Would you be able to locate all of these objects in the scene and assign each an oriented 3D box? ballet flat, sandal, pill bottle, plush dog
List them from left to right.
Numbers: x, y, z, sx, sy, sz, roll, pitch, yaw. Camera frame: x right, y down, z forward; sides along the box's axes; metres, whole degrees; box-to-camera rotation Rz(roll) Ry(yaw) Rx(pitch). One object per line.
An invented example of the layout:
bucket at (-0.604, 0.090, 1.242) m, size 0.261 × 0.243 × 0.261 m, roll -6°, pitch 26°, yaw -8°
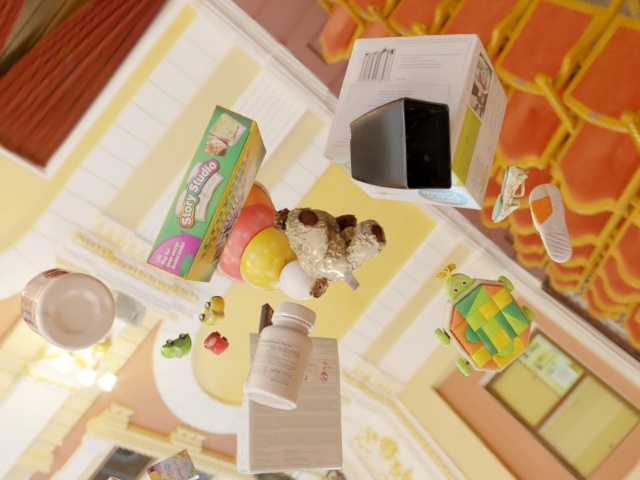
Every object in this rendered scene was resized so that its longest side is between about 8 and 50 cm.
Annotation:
pill bottle at (-0.782, 0.198, 2.135) m, size 0.224 × 0.224 × 0.392 m, roll 37°, pitch 163°, yaw -27°
pill bottle at (-0.088, 0.268, 1.647) m, size 0.131 × 0.229 × 0.131 m, roll 14°, pitch 155°, yaw 7°
plush dog at (0.000, 0.000, 1.738) m, size 0.262 × 0.211 × 0.225 m, roll 10°, pitch -153°, yaw -24°
ballet flat at (0.620, -0.144, 2.287) m, size 0.077 × 0.091 × 0.241 m, roll 10°, pitch 139°, yaw 6°
sandal at (0.713, -0.047, 2.189) m, size 0.076 × 0.102 × 0.265 m, roll 69°, pitch -166°, yaw -68°

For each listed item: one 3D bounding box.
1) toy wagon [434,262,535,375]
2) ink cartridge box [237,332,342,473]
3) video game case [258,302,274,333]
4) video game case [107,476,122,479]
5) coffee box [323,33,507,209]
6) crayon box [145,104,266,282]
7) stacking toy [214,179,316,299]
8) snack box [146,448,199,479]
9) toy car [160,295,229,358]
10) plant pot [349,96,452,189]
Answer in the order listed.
toy wagon at (0.457, 0.218, 2.028) m, size 0.344 × 0.267 × 0.068 m, roll 53°, pitch 174°, yaw -14°
ink cartridge box at (-0.090, 0.475, 2.056) m, size 0.308 × 0.385 × 0.091 m, roll 8°, pitch 160°, yaw -30°
video game case at (-0.155, 0.410, 2.651) m, size 0.248 × 0.035 × 0.275 m, roll 55°, pitch -159°, yaw -30°
video game case at (-0.563, 0.733, 1.901) m, size 0.022 × 0.173 × 0.190 m, roll 34°, pitch 170°, yaw 37°
coffee box at (0.261, -0.303, 1.848) m, size 0.337 × 0.338 × 0.334 m, roll 8°, pitch 166°, yaw 31°
crayon box at (-0.245, -0.088, 1.588) m, size 0.106 × 0.363 × 0.313 m, roll 23°, pitch 176°, yaw 0°
stacking toy at (-0.173, 0.047, 2.175) m, size 0.480 × 0.351 × 0.350 m, roll 37°, pitch -178°, yaw 37°
snack box at (-0.479, 0.753, 2.271) m, size 0.100 × 0.141 × 0.037 m, roll 56°, pitch 158°, yaw 28°
toy car at (-0.370, 0.299, 2.108) m, size 0.053 × 0.225 × 0.239 m, roll 38°, pitch 141°, yaw 38°
plant pot at (0.166, -0.202, 1.529) m, size 0.167 × 0.188 × 0.187 m, roll 1°, pitch -176°, yaw 39°
